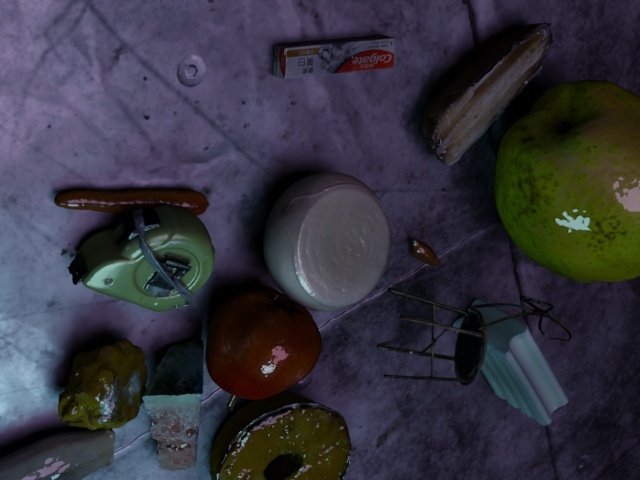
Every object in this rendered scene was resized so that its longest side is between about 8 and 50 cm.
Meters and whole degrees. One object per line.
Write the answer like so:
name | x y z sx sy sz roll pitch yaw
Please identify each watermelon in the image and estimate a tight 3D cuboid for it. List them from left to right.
watermelon | -0.235 0.289 1.617 0.094 0.154 0.241 5 122 0

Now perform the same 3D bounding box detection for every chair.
chair | 0.284 0.191 1.823 0.326 0.160 0.170 9 108 -9

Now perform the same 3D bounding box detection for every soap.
soap | 0.398 0.254 2.007 0.087 0.160 0.265 -46 128 -12

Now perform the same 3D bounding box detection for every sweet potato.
sweet potato | 0.201 0.026 1.847 0.095 0.034 0.034 39 86 -36

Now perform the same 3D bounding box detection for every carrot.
carrot | -0.281 -0.059 1.460 0.248 0.043 0.043 0 110 -34

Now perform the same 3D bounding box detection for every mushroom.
mushroom | -0.472 0.380 1.484 0.351 0.097 0.109 -27 124 -26

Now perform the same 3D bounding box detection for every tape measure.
tape measure | -0.248 0.031 1.467 0.175 0.106 0.200 -45 132 17

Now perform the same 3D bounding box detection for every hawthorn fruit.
hawthorn fruit | -0.106 0.192 1.608 0.196 0.196 0.225 14 115 -39

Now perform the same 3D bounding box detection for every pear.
pear | 0.501 -0.113 1.799 0.391 0.391 0.391 -15 118 -30

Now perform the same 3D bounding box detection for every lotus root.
lotus root | 0.297 -0.287 1.756 0.329 0.078 0.167 -44 152 -14

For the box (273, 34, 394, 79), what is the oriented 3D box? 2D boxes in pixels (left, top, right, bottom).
box | 0.024 -0.300 1.572 0.218 0.039 0.055 -11 115 -31

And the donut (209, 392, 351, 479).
donut | -0.084 0.393 1.766 0.272 0.107 0.272 -11 114 -27

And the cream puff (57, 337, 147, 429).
cream puff | -0.343 0.225 1.503 0.146 0.116 0.146 1 90 -70

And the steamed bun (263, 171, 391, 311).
steamed bun | 0.000 0.000 1.619 0.232 0.145 0.232 -5 99 -36
